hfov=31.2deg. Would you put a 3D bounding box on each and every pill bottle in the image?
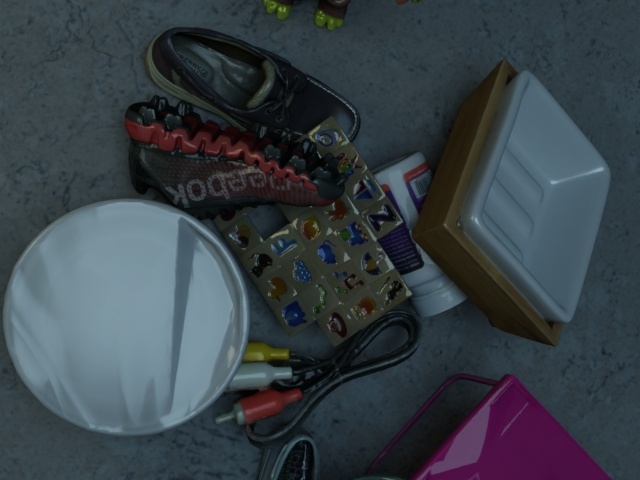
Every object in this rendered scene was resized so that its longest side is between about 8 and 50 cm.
[{"bbox_3d":[0.119,-0.006,1.453,0.108,0.108,0.194,-27,96,-15],"label":"pill bottle"}]

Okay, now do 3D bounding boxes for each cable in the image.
[{"bbox_3d":[-0.002,0.164,1.409,0.287,0.072,0.140,-15,62,-4],"label":"cable"}]

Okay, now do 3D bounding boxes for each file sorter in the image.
[{"bbox_3d":[0.233,0.332,1.443,0.202,0.182,0.291,-46,100,-11],"label":"file sorter"}]

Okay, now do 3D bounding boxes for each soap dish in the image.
[{"bbox_3d":[0.239,-0.045,1.420,0.229,0.118,0.291,44,49,-25],"label":"soap dish"}]

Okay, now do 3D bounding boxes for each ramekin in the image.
[{"bbox_3d":[-0.220,0.082,1.325,0.272,0.127,0.273,-1,95,-8],"label":"ramekin"}]

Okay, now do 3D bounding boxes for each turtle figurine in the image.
[{"bbox_3d":[-0.003,-0.313,1.365,0.269,0.217,0.087,-4,90,-16],"label":"turtle figurine"}]

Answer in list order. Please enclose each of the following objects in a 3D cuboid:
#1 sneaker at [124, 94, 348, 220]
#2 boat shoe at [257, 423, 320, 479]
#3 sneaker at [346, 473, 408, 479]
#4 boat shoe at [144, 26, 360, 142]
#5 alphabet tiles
[{"bbox_3d":[-0.107,-0.076,1.369,0.276,0.098,0.135,15,111,4],"label":"sneaker"},{"bbox_3d":[-0.049,0.342,1.411,0.079,0.081,0.228,11,86,-16],"label":"boat shoe"},{"bbox_3d":[0.106,0.356,1.267,0.295,0.178,0.124,23,56,17],"label":"sneaker"},{"bbox_3d":[-0.075,-0.183,1.406,0.285,0.092,0.103,24,82,-15],"label":"boat shoe"},{"bbox_3d":[0.000,0.000,1.403,0.198,0.009,0.237,-34,85,9],"label":"alphabet tiles"}]
